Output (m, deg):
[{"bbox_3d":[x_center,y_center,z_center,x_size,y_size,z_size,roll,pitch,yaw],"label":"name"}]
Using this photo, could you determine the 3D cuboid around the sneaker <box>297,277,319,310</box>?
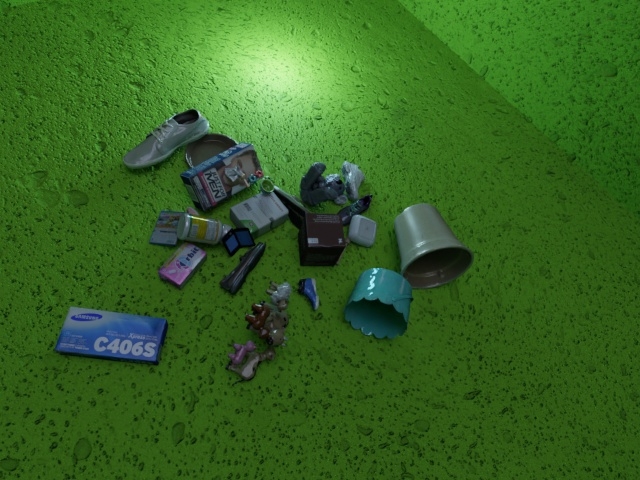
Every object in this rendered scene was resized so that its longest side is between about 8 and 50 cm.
[{"bbox_3d":[-0.058,0.232,1.801,0.084,0.058,0.152,2,58,-19],"label":"sneaker"}]

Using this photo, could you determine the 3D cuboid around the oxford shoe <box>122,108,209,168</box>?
[{"bbox_3d":[-0.730,-0.488,1.958,0.449,0.130,0.169,-38,62,-23],"label":"oxford shoe"}]

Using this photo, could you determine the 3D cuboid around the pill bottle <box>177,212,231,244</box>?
[{"bbox_3d":[-0.492,-0.043,1.783,0.208,0.117,0.118,11,58,-34],"label":"pill bottle"}]

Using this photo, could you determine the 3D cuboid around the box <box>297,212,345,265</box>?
[{"bbox_3d":[0.000,0.000,1.858,0.168,0.203,0.167,2,62,-14],"label":"box"}]

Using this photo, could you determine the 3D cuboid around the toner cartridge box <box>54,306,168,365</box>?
[{"bbox_3d":[-0.765,0.357,1.551,0.347,0.075,0.165,9,60,-9],"label":"toner cartridge box"}]

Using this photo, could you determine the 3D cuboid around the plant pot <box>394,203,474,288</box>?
[{"bbox_3d":[0.490,0.008,1.933,0.333,0.334,0.305,-1,52,-15],"label":"plant pot"}]

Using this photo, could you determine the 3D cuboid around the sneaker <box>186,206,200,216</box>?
[{"bbox_3d":[-0.569,-0.088,1.850,0.070,0.051,0.134,-35,80,-32],"label":"sneaker"}]

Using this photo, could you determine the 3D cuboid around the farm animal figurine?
[{"bbox_3d":[-0.206,0.364,1.610,0.172,0.330,0.327,26,31,4],"label":"farm animal figurine"}]

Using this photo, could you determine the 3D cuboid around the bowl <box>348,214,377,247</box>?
[{"bbox_3d":[0.210,-0.049,1.995,0.142,0.053,0.142,21,70,-21],"label":"bowl"}]

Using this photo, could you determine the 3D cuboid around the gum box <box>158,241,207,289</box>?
[{"bbox_3d":[-0.574,0.106,1.739,0.107,0.062,0.188,31,60,4],"label":"gum box"}]

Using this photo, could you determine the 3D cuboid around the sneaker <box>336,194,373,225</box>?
[{"bbox_3d":[0.162,-0.158,2.042,0.223,0.098,0.083,-37,76,-28],"label":"sneaker"}]

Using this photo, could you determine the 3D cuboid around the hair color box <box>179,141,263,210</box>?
[{"bbox_3d":[-0.442,-0.299,1.914,0.347,0.174,0.105,-37,37,-28],"label":"hair color box"}]

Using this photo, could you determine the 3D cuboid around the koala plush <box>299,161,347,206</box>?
[{"bbox_3d":[0.031,-0.259,2.042,0.221,0.203,0.196,-11,73,-42],"label":"koala plush"}]

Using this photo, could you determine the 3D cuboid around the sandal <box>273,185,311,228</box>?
[{"bbox_3d":[-0.121,-0.163,1.970,0.303,0.120,0.086,44,47,11],"label":"sandal"}]

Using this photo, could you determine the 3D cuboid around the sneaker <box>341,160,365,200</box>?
[{"bbox_3d":[0.182,-0.307,2.135,0.115,0.090,0.232,1,63,-17],"label":"sneaker"}]

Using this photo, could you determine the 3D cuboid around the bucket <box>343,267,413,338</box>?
[{"bbox_3d":[0.250,0.262,1.746,0.281,0.281,0.183,26,51,0],"label":"bucket"}]

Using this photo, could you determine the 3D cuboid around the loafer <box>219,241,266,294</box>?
[{"bbox_3d":[-0.332,0.102,1.788,0.084,0.096,0.267,27,61,8],"label":"loafer"}]

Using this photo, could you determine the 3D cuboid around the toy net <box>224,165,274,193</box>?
[{"bbox_3d":[-0.316,-0.292,1.887,0.232,0.045,0.122,23,56,-25],"label":"toy net"}]

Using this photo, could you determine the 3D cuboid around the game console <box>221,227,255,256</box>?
[{"bbox_3d":[-0.353,0.008,1.803,0.071,0.122,0.107,21,56,29],"label":"game console"}]

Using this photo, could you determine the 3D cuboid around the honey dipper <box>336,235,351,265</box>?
[{"bbox_3d":[0.108,0.048,1.959,0.030,0.030,0.161,25,61,0],"label":"honey dipper"}]

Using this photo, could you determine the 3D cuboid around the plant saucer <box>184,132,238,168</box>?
[{"bbox_3d":[-0.519,-0.409,2.042,0.277,0.041,0.278,5,62,-10],"label":"plant saucer"}]

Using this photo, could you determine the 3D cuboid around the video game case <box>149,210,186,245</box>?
[{"bbox_3d":[-0.662,-0.055,1.813,0.119,0.015,0.166,5,60,9],"label":"video game case"}]

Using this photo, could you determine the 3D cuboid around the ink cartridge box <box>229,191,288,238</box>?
[{"bbox_3d":[-0.281,-0.117,1.913,0.219,0.092,0.160,-30,72,-27],"label":"ink cartridge box"}]
